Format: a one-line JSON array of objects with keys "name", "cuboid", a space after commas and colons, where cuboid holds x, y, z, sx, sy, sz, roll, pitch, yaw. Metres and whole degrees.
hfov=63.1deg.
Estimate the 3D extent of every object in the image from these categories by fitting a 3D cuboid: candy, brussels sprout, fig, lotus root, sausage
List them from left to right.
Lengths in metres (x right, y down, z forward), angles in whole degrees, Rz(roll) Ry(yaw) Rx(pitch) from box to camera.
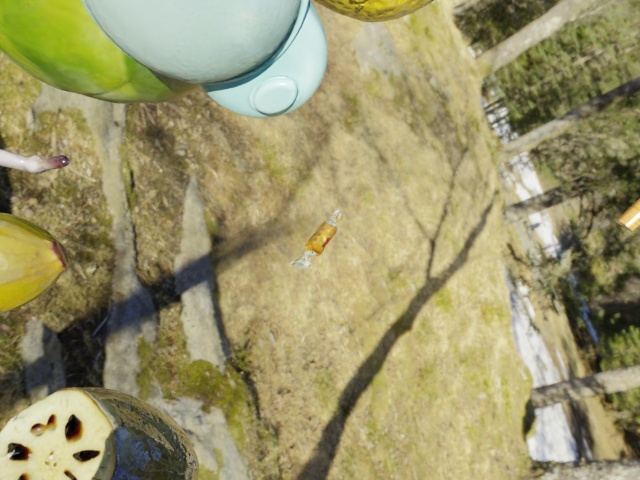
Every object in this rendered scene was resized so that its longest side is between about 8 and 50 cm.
[{"name": "fig", "cuboid": [-0.225, 0.015, 0.375, 0.074, 0.088, 0.073, 174, -90, -89]}, {"name": "lotus root", "cuboid": [-0.352, 0.395, 0.902, 0.346, 0.251, 0.250, 66, 15, -54]}, {"name": "brussels sprout", "cuboid": [-0.246, -0.344, 0.671, 0.276, 0.371, 0.314, 46, -8, 30]}, {"name": "candy", "cuboid": [0.000, 0.000, 1.282, 0.046, 0.182, 0.053, 42, -9, -17]}, {"name": "sausage", "cuboid": [0.525, -0.061, 0.832, 0.031, 0.107, 0.031, 40, 13, -11]}]

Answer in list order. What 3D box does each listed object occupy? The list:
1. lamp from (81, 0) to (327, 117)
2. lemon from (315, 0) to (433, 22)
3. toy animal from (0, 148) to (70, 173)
[{"name": "lamp", "cuboid": [-0.100, -0.228, 0.484, 0.284, 0.210, 0.147, 34, 43, -56]}, {"name": "lemon", "cuboid": [0.081, -0.495, 0.769, 0.336, 0.336, 0.336, 40, 36, -38]}, {"name": "toy animal", "cuboid": [-0.529, -0.127, 0.723, 0.324, 0.195, 0.090, 15, 84, -26]}]
